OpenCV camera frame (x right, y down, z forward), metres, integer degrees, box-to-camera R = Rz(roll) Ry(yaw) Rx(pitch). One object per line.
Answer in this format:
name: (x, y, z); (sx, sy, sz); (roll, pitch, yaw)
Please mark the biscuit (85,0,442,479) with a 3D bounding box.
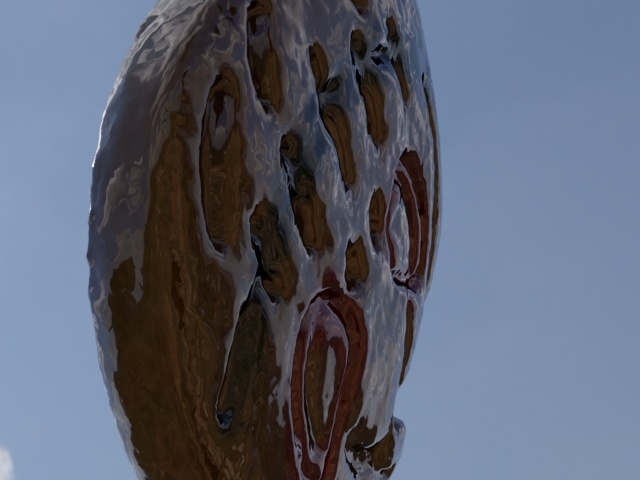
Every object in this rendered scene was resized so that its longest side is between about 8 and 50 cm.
biscuit: (0.001, 0.000, 0.737); (0.063, 0.367, 0.314); (-2, -61, 21)
